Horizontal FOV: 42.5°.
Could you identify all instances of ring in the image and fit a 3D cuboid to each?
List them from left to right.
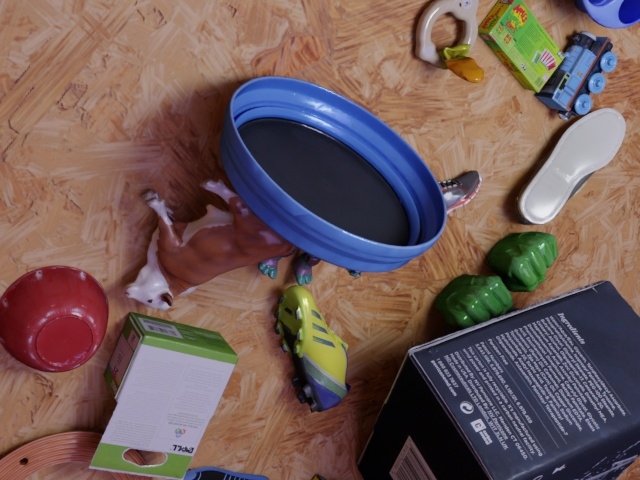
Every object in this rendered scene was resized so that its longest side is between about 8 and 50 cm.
[{"bbox_3d":[-0.460,0.482,1.457,0.336,0.032,0.337,-10,112,-26],"label":"ring"}]

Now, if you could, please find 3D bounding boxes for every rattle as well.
[{"bbox_3d":[0.255,-0.397,1.454,0.130,0.143,0.200,21,104,-15],"label":"rattle"}]

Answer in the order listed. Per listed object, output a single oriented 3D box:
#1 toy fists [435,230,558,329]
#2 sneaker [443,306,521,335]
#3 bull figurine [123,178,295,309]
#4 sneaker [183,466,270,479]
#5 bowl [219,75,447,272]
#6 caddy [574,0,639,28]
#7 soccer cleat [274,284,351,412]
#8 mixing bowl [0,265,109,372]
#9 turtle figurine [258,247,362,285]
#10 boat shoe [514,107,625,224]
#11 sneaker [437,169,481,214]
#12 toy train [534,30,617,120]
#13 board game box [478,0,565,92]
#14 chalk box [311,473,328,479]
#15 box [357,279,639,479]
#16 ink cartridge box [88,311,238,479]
[{"bbox_3d":[0.368,0.083,1.681,0.279,0.142,0.096,-37,98,-11],"label":"toy fists"},{"bbox_3d":[0.388,0.202,1.763,0.227,0.130,0.087,1,110,-32],"label":"sneaker"},{"bbox_3d":[-0.194,-0.004,1.327,0.310,0.101,0.189,-19,111,14],"label":"bull figurine"},{"bbox_3d":[-0.175,0.495,1.583,0.232,0.090,0.082,11,103,-32],"label":"sneaker"},{"bbox_3d":[0.018,-0.106,1.301,0.391,0.391,0.077,12,130,-32],"label":"bowl"},{"bbox_3d":[0.565,-0.570,1.531,0.241,0.179,0.342,15,101,-33],"label":"caddy"},{"bbox_3d":[-0.007,0.196,1.566,0.121,0.093,0.289,-27,122,-25],"label":"soccer cleat"},{"bbox_3d":[-0.416,0.140,1.308,0.181,0.098,0.182,-10,113,-25],"label":"mixing bowl"},{"bbox_3d":[0.000,0.000,1.423,0.175,0.234,0.118,30,50,-21],"label":"turtle figurine"},{"bbox_3d":[0.514,-0.152,1.717,0.109,0.091,0.305,42,83,3],"label":"boat shoe"},{"bbox_3d":[0.248,-0.094,1.612,0.158,0.061,0.065,-41,117,-10],"label":"sneaker"},{"bbox_3d":[0.518,-0.336,1.658,0.105,0.080,0.184,29,94,-28],"label":"toy train"},{"bbox_3d":[0.388,-0.379,1.586,0.181,0.043,0.092,37,88,-34],"label":"board game box"},{"bbox_3d":[0.047,0.613,1.729,0.213,0.132,0.132,40,87,-33],"label":"chalk box"},{"bbox_3d":[0.379,0.378,1.620,0.471,0.297,0.480,-17,146,-24],"label":"box"},{"bbox_3d":[-0.285,0.275,1.436,0.188,0.097,0.255,19,100,-33],"label":"ink cartridge box"}]
